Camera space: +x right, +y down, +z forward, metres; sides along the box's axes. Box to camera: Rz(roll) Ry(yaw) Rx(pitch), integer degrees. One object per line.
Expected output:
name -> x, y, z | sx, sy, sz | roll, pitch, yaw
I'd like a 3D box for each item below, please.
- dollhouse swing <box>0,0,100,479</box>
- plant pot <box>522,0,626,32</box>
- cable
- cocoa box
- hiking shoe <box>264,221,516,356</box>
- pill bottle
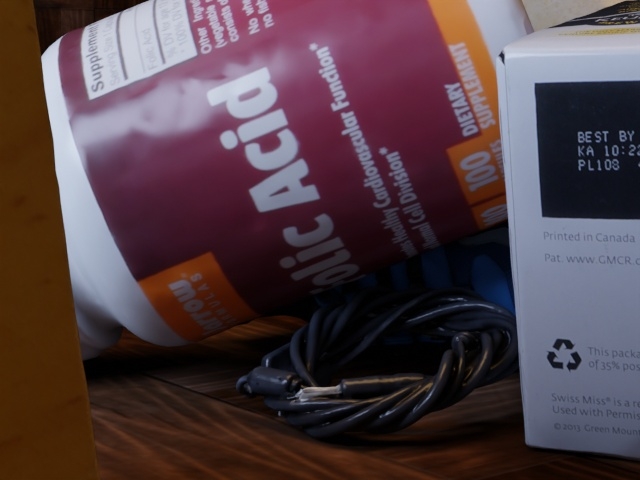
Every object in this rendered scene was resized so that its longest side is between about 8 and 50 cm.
dollhouse swing -> -0.245, -0.009, 0.455 | 0.305, 0.347, 0.315 | -7, 2, 41
plant pot -> 0.287, -0.126, 1.276 | 0.334, 0.334, 0.305 | -2, 43, -12
cable -> 0.050, 0.064, 0.852 | 0.184, 0.047, 0.150 | -22, 15, -39
cocoa box -> 0.300, -0.015, 0.760 | 0.347, 0.231, 0.228 | 2, 16, 27
hiking shoe -> 0.063, 0.048, 1.010 | 0.132, 0.113, 0.304 | -40, 35, -27
pill bottle -> -0.051, -0.063, 0.932 | 0.392, 0.224, 0.224 | -22, 5, 7
